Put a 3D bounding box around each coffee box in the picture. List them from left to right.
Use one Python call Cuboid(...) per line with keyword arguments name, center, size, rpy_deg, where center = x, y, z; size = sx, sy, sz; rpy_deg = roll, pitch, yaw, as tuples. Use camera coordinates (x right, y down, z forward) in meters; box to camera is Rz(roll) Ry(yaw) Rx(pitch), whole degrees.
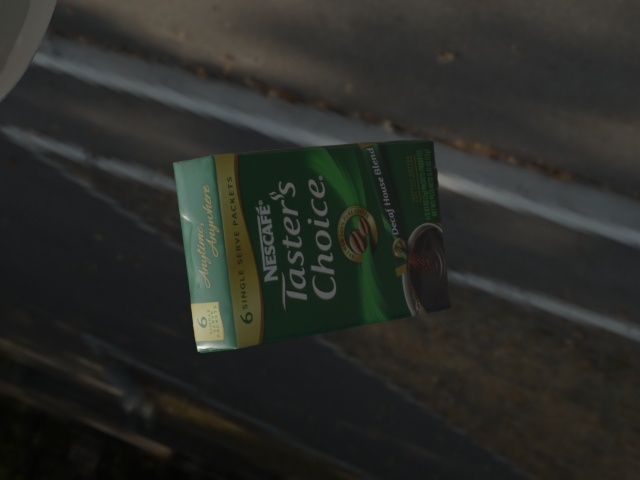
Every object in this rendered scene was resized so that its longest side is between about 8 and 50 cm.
Cuboid(name="coffee box", center=(0.000, 0.000, 0.910), size=(0.184, 0.113, 0.040), rpy_deg=(-6, 180, -44))

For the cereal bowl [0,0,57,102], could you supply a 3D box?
Cuboid(name="cereal bowl", center=(-0.231, -0.192, 0.580), size=(0.141, 0.339, 0.339), rpy_deg=(-4, 160, 20))
